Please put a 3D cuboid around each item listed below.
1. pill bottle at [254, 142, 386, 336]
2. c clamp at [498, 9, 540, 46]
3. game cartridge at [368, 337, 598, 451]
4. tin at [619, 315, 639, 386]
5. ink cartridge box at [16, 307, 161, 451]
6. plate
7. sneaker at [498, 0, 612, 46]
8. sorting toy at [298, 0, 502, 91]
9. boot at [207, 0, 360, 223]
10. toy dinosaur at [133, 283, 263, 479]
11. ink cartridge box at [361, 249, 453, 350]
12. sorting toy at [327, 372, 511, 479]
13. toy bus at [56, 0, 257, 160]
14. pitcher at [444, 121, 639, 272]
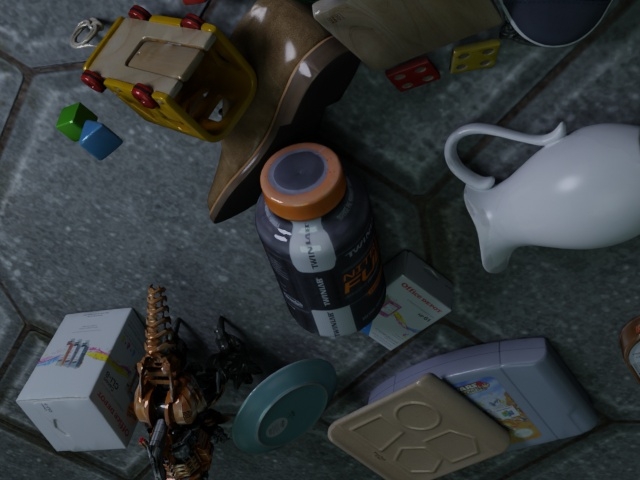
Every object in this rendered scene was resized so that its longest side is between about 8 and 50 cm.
[{"bbox_3d":[0.000,0.000,0.847,0.130,0.130,0.246,0,145,13],"label":"pill bottle"},{"bbox_3d":[0.193,-0.251,0.693,0.137,0.022,0.161,-13,125,17],"label":"c clamp"},{"bbox_3d":[0.230,0.245,1.098,0.297,0.062,0.198,-25,125,30],"label":"game cartridge"},{"bbox_3d":[0.475,0.168,0.984,0.106,0.040,0.190,-26,121,26],"label":"tin"},{"bbox_3d":[-0.342,0.212,1.116,0.127,0.176,0.128,-6,129,18],"label":"ink cartridge box"},{"bbox_3d":[-0.047,0.257,1.109,0.188,0.024,0.188,-25,137,-25],"label":"plate"},{"bbox_3d":[0.200,-0.289,0.571,0.126,0.127,0.321,0,128,7],"label":"sneaker"},{"bbox_3d":[0.082,-0.214,0.662,0.132,0.046,0.274,-16,163,25],"label":"sorting toy"},{"bbox_3d":[-0.069,-0.137,0.822,0.115,0.112,0.305,47,135,11],"label":"boot"},{"bbox_3d":[-0.190,0.218,1.041,0.164,0.218,0.322,18,117,6],"label":"toy dinosaur"},{"bbox_3d":[0.104,0.081,0.982,0.088,0.052,0.122,35,128,-17],"label":"ink cartridge box"},{"bbox_3d":[0.146,0.288,1.101,0.193,0.038,0.208,39,123,-21],"label":"sorting toy"},{"bbox_3d":[-0.161,-0.167,0.762,0.191,0.202,0.104,-23,140,20],"label":"toy bus"},{"bbox_3d":[0.246,-0.067,0.784,0.207,0.125,0.178,-20,109,41],"label":"pitcher"}]
